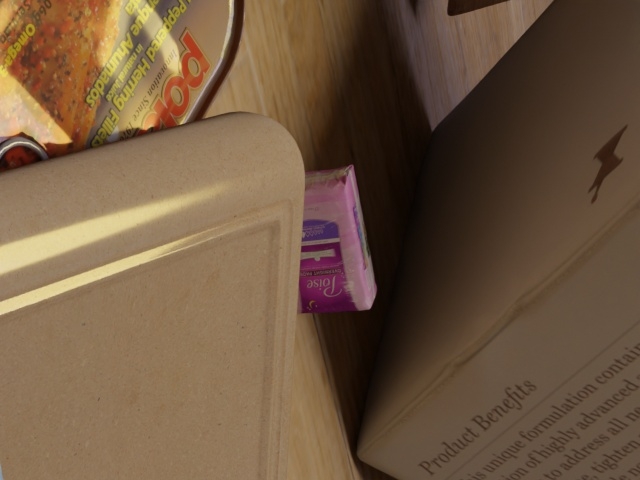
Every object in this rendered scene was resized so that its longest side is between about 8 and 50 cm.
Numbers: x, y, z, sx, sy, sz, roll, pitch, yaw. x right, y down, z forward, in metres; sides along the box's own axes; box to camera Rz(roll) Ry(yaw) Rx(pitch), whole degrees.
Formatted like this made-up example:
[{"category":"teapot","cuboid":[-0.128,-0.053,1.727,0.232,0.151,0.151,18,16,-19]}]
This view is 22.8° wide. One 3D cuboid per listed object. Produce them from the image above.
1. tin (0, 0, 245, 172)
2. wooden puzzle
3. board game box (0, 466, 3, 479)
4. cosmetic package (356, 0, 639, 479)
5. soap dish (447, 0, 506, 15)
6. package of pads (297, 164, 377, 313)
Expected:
[{"category":"tin","cuboid":[-0.091,-0.064,0.588,0.106,0.040,0.189,48,53,-32]},{"category":"wooden puzzle","cuboid":[-0.085,0.086,0.561,0.221,0.044,0.238,-22,116,-51]},{"category":"board game box","cuboid":[-0.171,0.060,0.279,0.308,0.086,0.302,-9,88,-71]},{"category":"cosmetic package","cuboid":[0.292,0.033,1.046,0.329,0.394,0.327,-48,-162,45]},{"category":"soap dish","cuboid":[0.143,-0.334,1.121,0.291,0.118,0.229,92,8,-57]},{"category":"package of pads","cuboid":[0.000,0.000,0.892,0.032,0.050,0.083,-67,149,-61]}]
